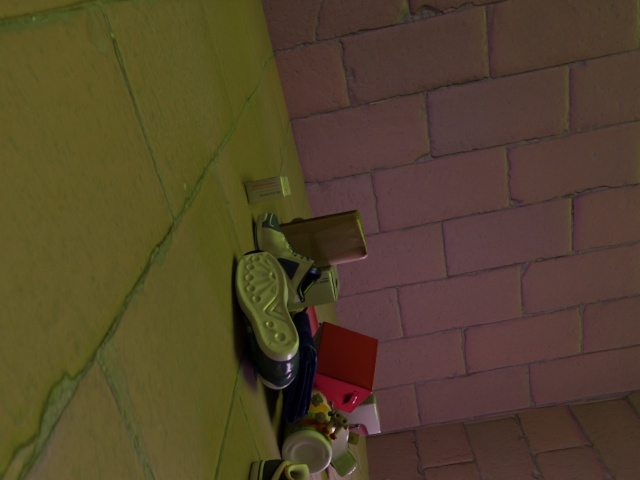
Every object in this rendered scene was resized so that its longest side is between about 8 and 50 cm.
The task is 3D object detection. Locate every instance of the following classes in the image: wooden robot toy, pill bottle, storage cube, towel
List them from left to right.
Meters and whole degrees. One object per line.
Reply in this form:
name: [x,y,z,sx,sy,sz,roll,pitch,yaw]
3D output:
towel: [-0.054,0.346,1.645,0.308,0.076,0.227,-114,-144,-78]
pill bottle: [-0.034,0.533,1.667,0.245,0.136,0.136,-85,163,-72]
wooden robot toy: [0.033,0.494,1.590,0.173,0.076,0.079,39,-19,9]
storage cube: [0.052,0.399,1.843,0.183,0.193,0.215,120,-14,-47]

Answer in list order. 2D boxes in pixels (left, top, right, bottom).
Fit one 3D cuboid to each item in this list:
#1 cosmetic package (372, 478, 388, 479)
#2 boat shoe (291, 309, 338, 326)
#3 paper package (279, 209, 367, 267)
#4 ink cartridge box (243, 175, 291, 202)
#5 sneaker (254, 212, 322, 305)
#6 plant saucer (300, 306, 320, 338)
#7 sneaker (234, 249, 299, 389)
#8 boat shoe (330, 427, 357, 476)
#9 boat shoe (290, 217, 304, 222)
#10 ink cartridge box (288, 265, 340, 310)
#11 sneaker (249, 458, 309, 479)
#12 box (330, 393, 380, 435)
cosmetic package: [0.150,0.964,2.212,0.117,0.231,0.085,60,19,-72]
boat shoe: [-0.007,0.344,2.226,0.340,0.158,0.127,69,11,-63]
paper package: [0.000,0.000,2.115,0.309,0.325,0.168,-47,125,-83]
ink cartridge box: [-0.165,-0.160,1.829,0.198,0.115,0.067,-50,129,-82]
sneaker: [-0.093,0.068,1.766,0.127,0.182,0.315,72,9,-62]
plant saucer: [-0.054,0.380,2.006,0.258,0.048,0.259,-55,137,-62]
sneaker: [-0.139,0.213,1.465,0.236,0.130,0.322,100,-26,-49]
boat shoe: [0.050,0.771,2.253,0.113,0.127,0.340,38,-22,50]
boat shoe: [-0.087,0.034,2.416,0.089,0.105,0.285,-100,-173,-68]
ink cartridge box: [-0.039,0.155,2.067,0.273,0.197,0.114,-46,125,-83]
sneaker: [-0.082,0.569,1.159,0.321,0.128,0.126,-90,169,-58]
box: [0.122,0.729,2.402,0.148,0.233,0.126,2,77,-84]
